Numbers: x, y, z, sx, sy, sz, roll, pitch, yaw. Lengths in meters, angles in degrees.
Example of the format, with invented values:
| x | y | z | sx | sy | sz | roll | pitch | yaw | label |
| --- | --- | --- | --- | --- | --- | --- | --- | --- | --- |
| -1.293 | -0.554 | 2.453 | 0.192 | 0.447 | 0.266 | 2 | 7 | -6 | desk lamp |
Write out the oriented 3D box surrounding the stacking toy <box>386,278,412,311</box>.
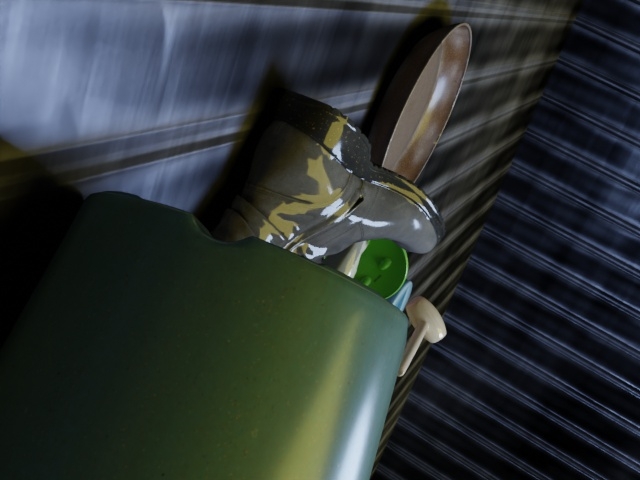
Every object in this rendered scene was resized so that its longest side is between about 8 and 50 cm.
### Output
| x | y | z | sx | sy | sz | roll | pitch | yaw | label |
| --- | --- | --- | --- | --- | --- | --- | --- | --- | --- |
| 0.117 | 0.185 | 1.611 | 0.279 | 0.130 | 0.309 | -25 | 140 | -65 | stacking toy |

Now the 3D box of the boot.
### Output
| x | y | z | sx | sy | sz | roll | pitch | yaw | label |
| --- | --- | --- | --- | --- | --- | --- | --- | --- | --- |
| 0.000 | 0.000 | 0.914 | 0.338 | 0.118 | 0.223 | 34 | 84 | -48 | boot |

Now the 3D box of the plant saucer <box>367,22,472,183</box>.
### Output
| x | y | z | sx | sy | sz | roll | pitch | yaw | label |
| --- | --- | --- | --- | --- | --- | --- | --- | --- | --- |
| 0.141 | -0.190 | 1.239 | 0.311 | 0.050 | 0.311 | -54 | 161 | -28 | plant saucer |

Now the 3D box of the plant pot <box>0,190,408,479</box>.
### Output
| x | y | z | sx | sy | sz | roll | pitch | yaw | label |
| --- | --- | --- | --- | --- | --- | --- | --- | --- | --- |
| -0.111 | 0.165 | 0.568 | 0.341 | 0.341 | 0.334 | 55 | 55 | -72 | plant pot |

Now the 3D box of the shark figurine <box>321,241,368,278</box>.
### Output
| x | y | z | sx | sy | sz | roll | pitch | yaw | label |
| --- | --- | --- | --- | --- | --- | --- | --- | --- | --- |
| -0.013 | 0.037 | 1.042 | 0.278 | 0.116 | 0.166 | -59 | -161 | 15 | shark figurine |

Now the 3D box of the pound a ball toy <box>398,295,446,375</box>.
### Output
| x | y | z | sx | sy | sz | roll | pitch | yaw | label |
| --- | --- | --- | --- | --- | --- | --- | --- | --- | --- |
| 0.033 | 0.167 | 1.218 | 0.208 | 0.136 | 0.319 | -31 | 178 | 30 | pound a ball toy |

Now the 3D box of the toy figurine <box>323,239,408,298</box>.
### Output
| x | y | z | sx | sy | sz | roll | pitch | yaw | label |
| --- | --- | --- | --- | --- | --- | --- | --- | --- | --- |
| 0.074 | 0.021 | 1.287 | 0.173 | 0.130 | 0.159 | -46 | -178 | 26 | toy figurine |
